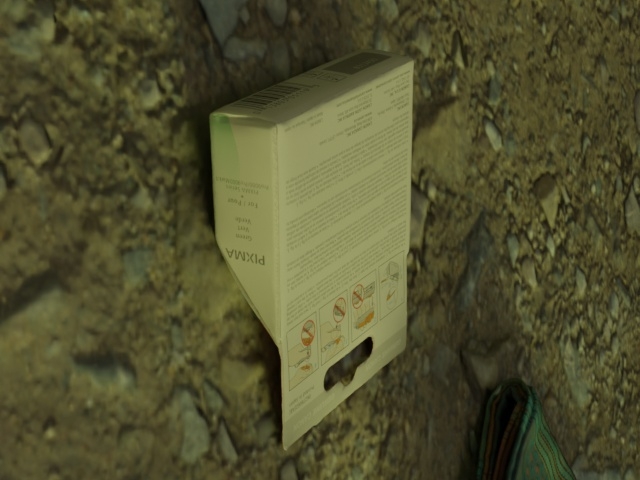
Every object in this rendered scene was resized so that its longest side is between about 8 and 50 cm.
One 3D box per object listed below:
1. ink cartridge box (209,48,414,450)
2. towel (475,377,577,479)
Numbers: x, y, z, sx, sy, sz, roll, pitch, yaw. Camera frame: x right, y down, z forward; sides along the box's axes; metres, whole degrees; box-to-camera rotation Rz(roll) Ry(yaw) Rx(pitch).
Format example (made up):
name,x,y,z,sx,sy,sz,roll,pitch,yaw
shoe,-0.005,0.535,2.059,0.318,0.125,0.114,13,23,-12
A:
name,x,y,z,sx,sy,sz,roll,pitch,yaw
ink cartridge box,0.000,0.000,0.927,0.181,0.056,0.225,-32,129,-53
towel,0.209,0.326,1.137,0.370,0.040,0.271,57,35,-33
